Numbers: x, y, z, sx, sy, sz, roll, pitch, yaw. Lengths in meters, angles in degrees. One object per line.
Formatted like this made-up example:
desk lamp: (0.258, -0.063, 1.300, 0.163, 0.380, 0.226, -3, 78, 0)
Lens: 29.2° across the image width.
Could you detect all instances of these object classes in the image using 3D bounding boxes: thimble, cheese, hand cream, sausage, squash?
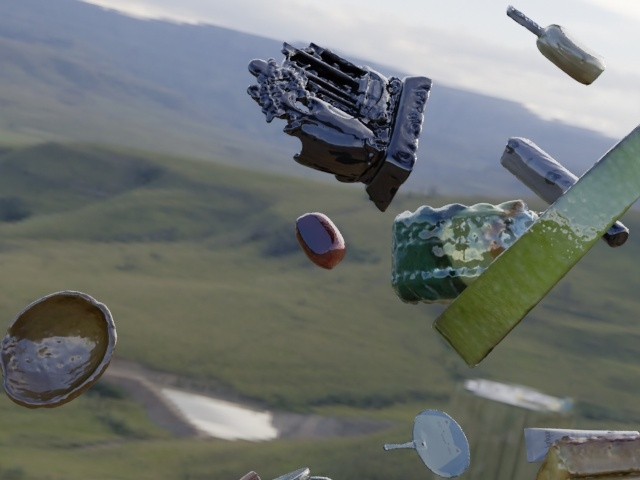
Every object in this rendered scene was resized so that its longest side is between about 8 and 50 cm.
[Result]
thimble: (0.262, 0.026, 2.122, 0.254, 0.167, 0.288, 4, -8, -40)
cheese: (0.352, -0.299, 1.848, 0.171, 0.047, 0.092, 41, 22, 10)
hand cream: (0.401, 0.311, 1.844, 0.186, 0.054, 0.087, 2, 26, 5)
sausage: (0.000, 0.000, 1.772, 0.094, 0.059, 0.054, 57, 1, 28)
squash: (0.190, -0.006, 0.929, 0.049, 0.252, 0.252, 47, 10, 10)

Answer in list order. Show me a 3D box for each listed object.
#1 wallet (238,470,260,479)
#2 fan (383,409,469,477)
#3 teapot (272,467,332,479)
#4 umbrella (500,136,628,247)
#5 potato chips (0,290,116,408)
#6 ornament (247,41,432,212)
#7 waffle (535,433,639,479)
wallet: (-0.159, 0.489, 2.104, 0.042, 0.161, 0.195, 40, -28, 27)
fan: (0.162, 0.313, 1.887, 0.175, 0.113, 0.005, 3, -31, -39)
teapot: (-0.053, 0.449, 1.903, 0.239, 0.149, 0.162, -22, -7, -34)
umbrella: (0.434, -0.087, 2.198, 0.067, 0.073, 0.337, -11, 34, -24)
potato chips: (-0.427, 0.185, 2.018, 0.195, 0.208, 0.062, 24, -10, 18)
ornament: (0.016, -0.188, 1.688, 0.260, 0.106, 0.251, 29, 42, -12)
waffle: (0.354, 0.281, 1.238, 0.308, 0.213, 0.091, 0, 47, -10)
